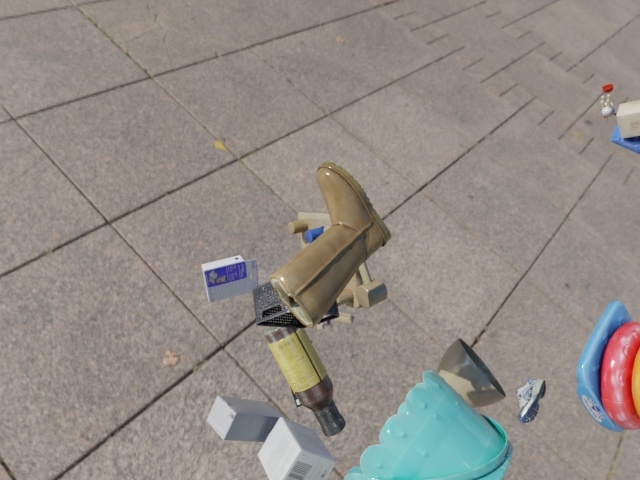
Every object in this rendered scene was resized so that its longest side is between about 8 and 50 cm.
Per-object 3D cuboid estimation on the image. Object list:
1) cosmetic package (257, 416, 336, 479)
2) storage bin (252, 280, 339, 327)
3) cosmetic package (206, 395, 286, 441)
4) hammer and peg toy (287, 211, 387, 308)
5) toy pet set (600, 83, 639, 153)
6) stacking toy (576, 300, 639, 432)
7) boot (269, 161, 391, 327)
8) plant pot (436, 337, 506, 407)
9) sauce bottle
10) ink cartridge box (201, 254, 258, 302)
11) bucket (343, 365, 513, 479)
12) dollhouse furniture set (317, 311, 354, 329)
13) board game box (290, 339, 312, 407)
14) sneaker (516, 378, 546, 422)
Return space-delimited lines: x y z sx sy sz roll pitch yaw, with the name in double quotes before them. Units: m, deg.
"cosmetic package" -0.079 0.697 1.462 0.151 0.184 0.151 33 88 -28
"storage bin" -0.055 0.144 1.049 0.180 0.122 0.084 18 55 -50
"cosmetic package" -0.249 0.610 1.558 0.238 0.127 0.107 24 88 -41
"hammer and peg toy" 0.057 0.045 1.239 0.127 0.361 0.265 -14 102 -33
"toy pet set" 0.471 -0.183 0.655 0.114 0.122 0.065 -53 123 -33
"stacking toy" 0.531 0.203 0.611 0.165 0.302 0.175 -49 114 -22
"boot" 0.000 0.000 0.928 0.269 0.089 0.236 -43 96 -25
"plant pot" 0.586 0.570 1.868 0.284 0.191 0.284 45 13 -13
"sauce bottle" -0.037 0.375 1.257 0.111 0.111 0.344 -28 95 -33
"ink cartridge box" -0.354 0.150 1.810 0.208 0.206 0.045 -12 48 -16
"bucket" 0.183 0.381 0.791 0.183 0.281 0.281 37 52 19
"dollhouse furniture set" 0.059 0.302 1.613 0.114 0.081 0.091 7 44 20
"board game box" -0.054 0.438 1.506 0.026 0.126 0.186 15 50 -59
"sneaker" 0.538 0.415 1.191 0.135 0.058 0.052 -42 118 -32
